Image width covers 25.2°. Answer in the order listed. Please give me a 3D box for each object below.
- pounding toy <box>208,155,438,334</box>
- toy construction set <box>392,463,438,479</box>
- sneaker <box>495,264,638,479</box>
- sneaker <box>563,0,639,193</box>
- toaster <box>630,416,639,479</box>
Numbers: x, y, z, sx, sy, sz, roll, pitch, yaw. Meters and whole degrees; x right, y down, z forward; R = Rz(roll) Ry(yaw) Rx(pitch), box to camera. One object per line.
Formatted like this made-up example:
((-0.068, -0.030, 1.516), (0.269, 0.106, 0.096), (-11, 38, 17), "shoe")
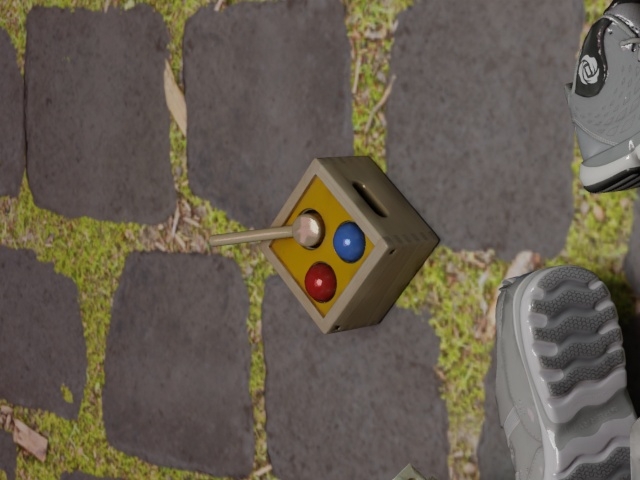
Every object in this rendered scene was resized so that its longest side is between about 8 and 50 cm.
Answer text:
((0.000, 0.000, 1.258), (0.141, 0.100, 0.130), (51, 125, 26), "pounding toy")
((0.081, 0.329, 1.200), (0.215, 0.151, 0.328), (53, 137, 26), "toy construction set")
((0.195, 0.154, 1.120), (0.115, 0.105, 0.281), (-167, 70, -74), "sneaker")
((0.258, -0.131, 1.017), (0.228, 0.086, 0.132), (-29, 73, 42), "sneaker")
((0.307, 0.175, 0.961), (0.168, 0.110, 0.186), (13, 117, 41), "toaster")
